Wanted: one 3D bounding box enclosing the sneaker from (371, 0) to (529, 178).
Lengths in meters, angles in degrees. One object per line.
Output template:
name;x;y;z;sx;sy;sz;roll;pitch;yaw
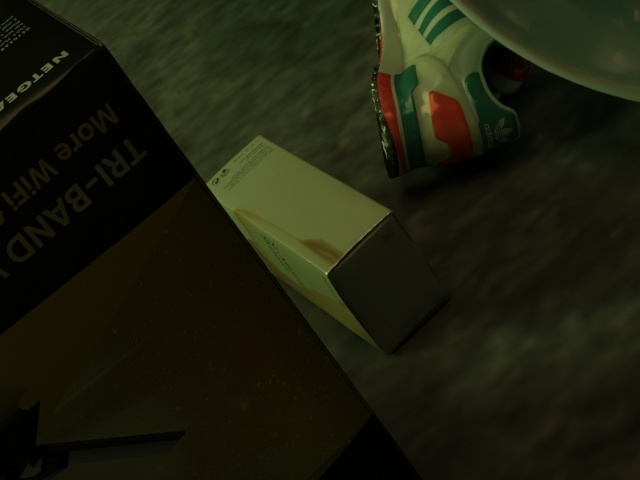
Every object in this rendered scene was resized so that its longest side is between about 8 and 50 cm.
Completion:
sneaker;0.066;-0.093;0.713;0.075;0.057;0.161;-6;41;9

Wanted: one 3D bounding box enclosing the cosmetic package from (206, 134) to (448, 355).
cosmetic package;0.000;0.000;0.645;0.041;0.060;0.115;-44;36;-10

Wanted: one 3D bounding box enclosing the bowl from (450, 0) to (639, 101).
bowl;0.170;-0.228;0.609;0.311;0.312;0.163;-22;18;17

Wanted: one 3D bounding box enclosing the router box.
router box;-0.136;0.111;0.473;0.309;0.243;0.081;-43;37;-9
